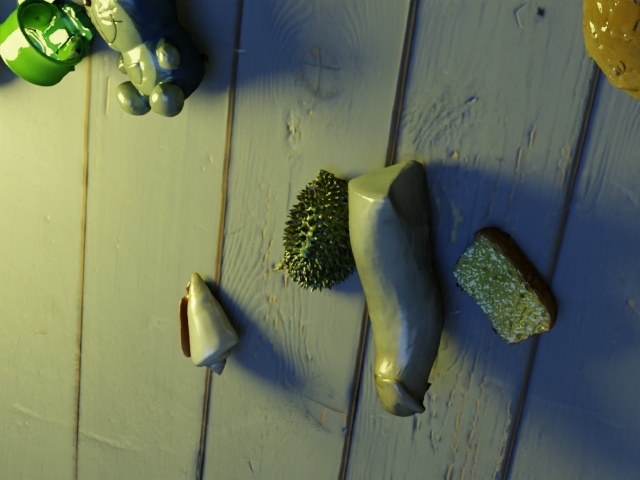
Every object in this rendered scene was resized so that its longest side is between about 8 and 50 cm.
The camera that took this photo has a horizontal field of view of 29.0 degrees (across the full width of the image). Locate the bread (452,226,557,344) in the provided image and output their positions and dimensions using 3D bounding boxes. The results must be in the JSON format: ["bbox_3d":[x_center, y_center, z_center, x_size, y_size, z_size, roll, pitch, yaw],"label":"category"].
[{"bbox_3d":[0.280,0.068,1.892,0.187,0.065,0.103,48,125,-1],"label":"bread"}]

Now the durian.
[{"bbox_3d":[-0.001,0.006,1.988,0.137,0.095,0.221,32,128,11],"label":"durian"}]

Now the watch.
[{"bbox_3d":[-0.466,-0.337,2.032,0.131,0.152,0.165,-33,97,36],"label":"watch"}]

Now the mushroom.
[{"bbox_3d":[0.120,0.081,1.916,0.126,0.177,0.397,-3,114,18],"label":"mushroom"}]

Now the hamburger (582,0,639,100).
[{"bbox_3d":[0.461,-0.294,1.564,0.259,0.145,0.283,16,141,13],"label":"hamburger"}]

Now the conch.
[{"bbox_3d":[-0.207,0.151,2.156,0.176,0.094,0.104,59,163,-2],"label":"conch"}]

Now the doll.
[{"bbox_3d":[-0.282,-0.328,1.934,0.258,0.154,0.228,59,161,-20],"label":"doll"}]
